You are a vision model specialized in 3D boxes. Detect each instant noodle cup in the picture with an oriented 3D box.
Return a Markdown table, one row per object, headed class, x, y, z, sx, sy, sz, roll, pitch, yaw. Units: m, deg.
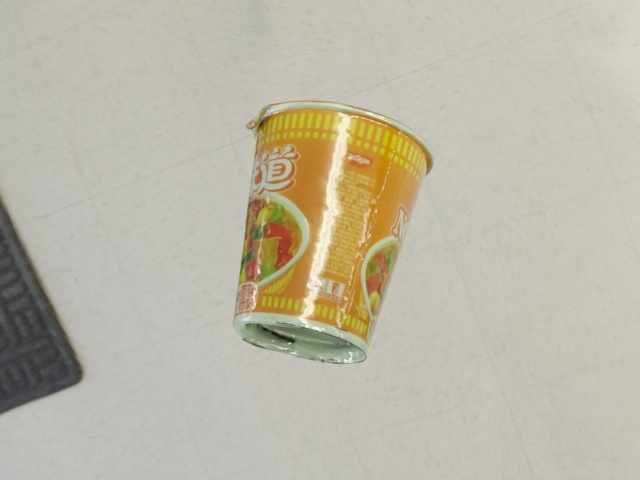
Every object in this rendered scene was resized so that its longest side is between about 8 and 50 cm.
| class | x | y | z | sx | sy | sz | roll | pitch | yaw |
| --- | --- | --- | --- | --- | --- | --- | --- | --- | --- |
| instant noodle cup | 0.000 | 0.000 | 0.798 | 0.168 | 0.168 | 0.185 | 9 | 70 | 9 |
